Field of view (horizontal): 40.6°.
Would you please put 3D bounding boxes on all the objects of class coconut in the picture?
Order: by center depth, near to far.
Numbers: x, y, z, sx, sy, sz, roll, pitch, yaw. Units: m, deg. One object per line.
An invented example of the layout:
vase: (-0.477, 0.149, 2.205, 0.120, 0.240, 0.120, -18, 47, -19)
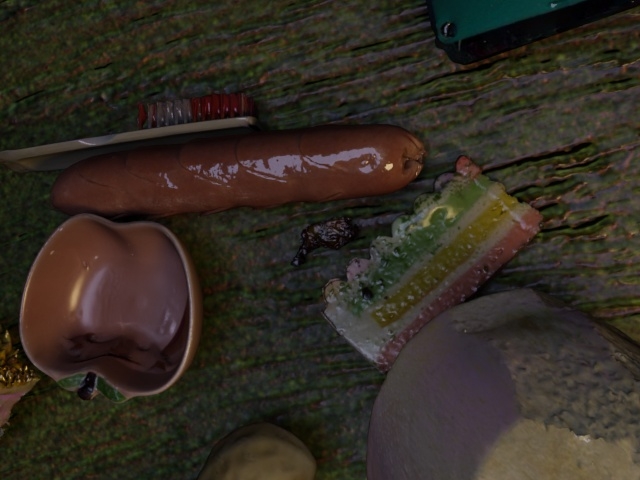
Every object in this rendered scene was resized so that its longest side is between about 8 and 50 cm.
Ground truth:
coconut: (0.190, 0.197, 0.716, 0.298, 0.309, 0.297, -6, 116, -13)

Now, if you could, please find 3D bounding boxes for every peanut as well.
peanut: (-0.117, 0.320, 0.891, 0.149, 0.149, 0.313, 45, 102, 12)

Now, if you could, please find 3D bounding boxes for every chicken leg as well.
chicken leg: (0.000, -0.002, 0.909, 0.083, 0.021, 0.036, -24, 93, 16)

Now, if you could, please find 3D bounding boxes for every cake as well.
cake: (0.107, 0.028, 0.868, 0.225, 0.090, 0.109, -43, 76, -6)

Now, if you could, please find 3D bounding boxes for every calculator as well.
calculator: (0.208, -0.314, 0.795, 0.274, 0.058, 0.248, -14, 87, 35)

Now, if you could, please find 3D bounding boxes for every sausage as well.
sausage: (-0.106, -0.069, 0.909, 0.434, 0.088, 0.087, -6, 89, 17)

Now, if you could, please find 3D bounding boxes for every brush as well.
brush: (-0.217, -0.118, 0.958, 0.321, 0.060, 0.050, -6, 76, 17)

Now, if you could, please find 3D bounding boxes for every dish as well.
dish: (-0.213, 0.073, 0.941, 0.214, 0.090, 0.213, -1, 88, 16)

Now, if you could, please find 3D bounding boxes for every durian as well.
durian: (-0.397, 0.174, 0.966, 0.132, 0.182, 0.165, 45, 72, -2)
